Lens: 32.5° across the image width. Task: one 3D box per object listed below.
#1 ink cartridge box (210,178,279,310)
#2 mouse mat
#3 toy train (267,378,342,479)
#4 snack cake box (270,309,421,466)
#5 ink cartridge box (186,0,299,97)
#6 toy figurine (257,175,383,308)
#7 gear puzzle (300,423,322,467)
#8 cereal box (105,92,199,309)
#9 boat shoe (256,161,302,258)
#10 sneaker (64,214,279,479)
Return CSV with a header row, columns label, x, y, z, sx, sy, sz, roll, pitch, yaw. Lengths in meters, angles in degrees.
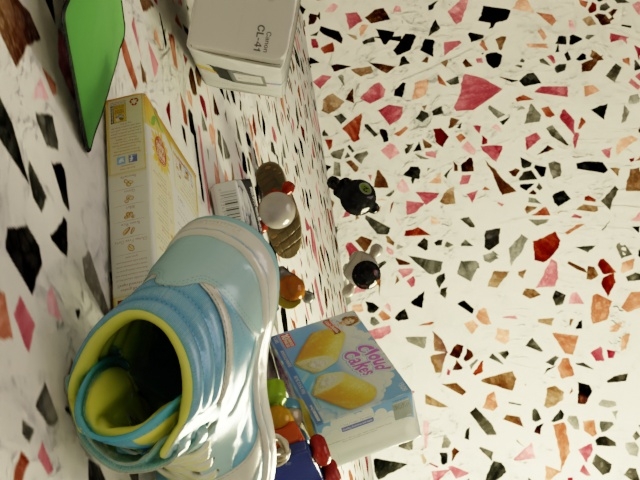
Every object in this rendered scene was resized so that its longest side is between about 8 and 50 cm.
label,x,y,z,sx,sy,sz,roll,pitch,yaw
ink cartridge box,-0.105,0.013,1.596,0.208,0.045,0.206,-50,129,-84
mouse mat,-0.199,-0.192,0.977,0.153,0.007,0.190,91,1,-46
toy train,-0.054,0.242,1.436,0.248,0.105,0.143,71,0,-56
snack cake box,0.032,0.220,1.672,0.264,0.152,0.089,-128,-159,-60
ink cartridge box,-0.090,-0.327,1.472,0.306,0.131,0.226,146,-46,-89
toy figurine,0.000,0.000,1.825,0.148,0.212,0.210,-140,-137,-80
gear puzzle,-0.034,0.364,1.692,0.339,0.044,0.176,-28,109,-81
cereal box,-0.158,0.002,1.068,0.173,0.047,0.240,67,14,-61
boat shoe,-0.069,-0.056,1.979,0.060,0.064,0.178,-38,115,-81
sneaker,-0.124,0.157,0.875,0.208,0.127,0.319,-47,142,-59
